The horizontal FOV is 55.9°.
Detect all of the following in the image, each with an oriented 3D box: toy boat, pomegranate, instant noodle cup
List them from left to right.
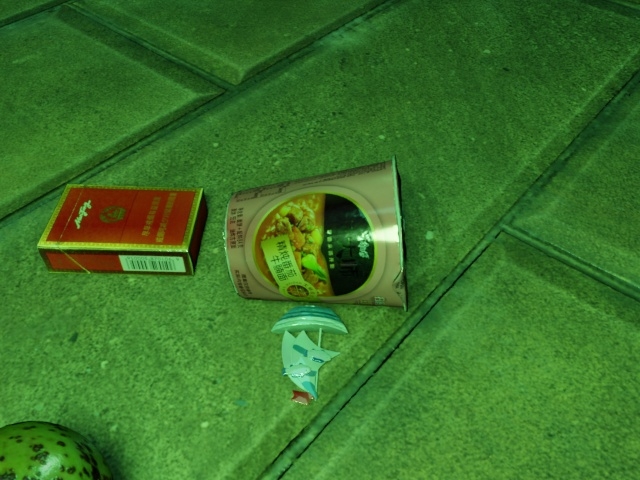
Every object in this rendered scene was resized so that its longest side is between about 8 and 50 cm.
[{"bbox_3d":[-0.282,0.307,0.595,0.248,0.214,0.214,30,52,14],"label":"pomegranate"},{"bbox_3d":[-0.028,0.157,0.864,0.105,0.034,0.149,20,62,15],"label":"toy boat"},{"bbox_3d":[0.000,0.000,0.893,0.255,0.244,0.244,-5,45,7],"label":"instant noodle cup"}]

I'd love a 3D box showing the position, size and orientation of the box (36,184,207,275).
[{"bbox_3d":[-0.319,-0.019,0.999,0.239,0.074,0.153,2,50,0],"label":"box"}]
